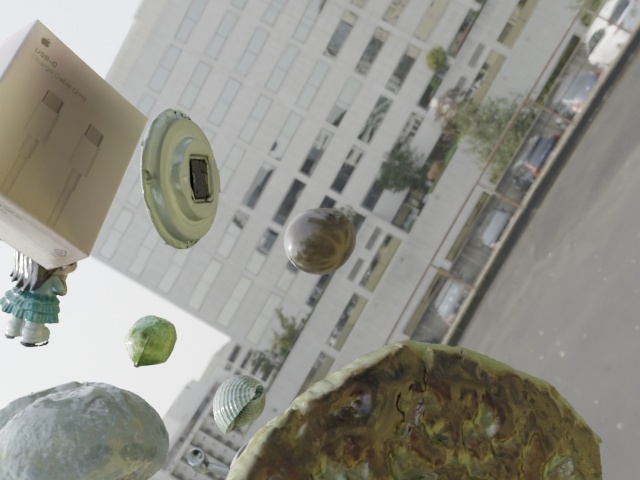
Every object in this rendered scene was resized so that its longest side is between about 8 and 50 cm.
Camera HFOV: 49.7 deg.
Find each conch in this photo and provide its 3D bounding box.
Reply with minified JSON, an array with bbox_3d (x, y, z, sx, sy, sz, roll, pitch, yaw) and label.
[{"bbox_3d":[-0.179,0.345,1.473,0.135,0.102,0.153,-52,-19,-34],"label":"conch"}]

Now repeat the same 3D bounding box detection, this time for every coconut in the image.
[{"bbox_3d":[-0.293,0.176,1.189,0.096,0.088,0.088,-63,-3,-19],"label":"coconut"}]

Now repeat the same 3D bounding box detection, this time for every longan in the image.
[{"bbox_3d":[0.000,0.000,1.671,0.187,0.167,0.167,-32,-18,-30],"label":"longan"}]

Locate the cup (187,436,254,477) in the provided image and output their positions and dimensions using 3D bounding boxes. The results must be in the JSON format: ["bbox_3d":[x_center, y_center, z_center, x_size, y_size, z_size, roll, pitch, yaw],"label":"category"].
[{"bbox_3d":[-0.081,0.400,1.159,0.173,0.299,0.167,88,-164,-55],"label":"cup"}]

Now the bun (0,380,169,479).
[{"bbox_3d":[-0.437,0.364,1.183,0.362,0.211,0.362,-23,-23,-11],"label":"bun"}]

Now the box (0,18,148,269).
[{"bbox_3d":[-0.363,-0.120,0.899,0.106,0.203,0.252,-15,48,34],"label":"box"}]

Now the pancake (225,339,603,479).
[{"bbox_3d":[0.122,0.244,0.667,0.426,0.305,0.067,-16,-9,-34],"label":"pancake"}]

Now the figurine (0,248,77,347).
[{"bbox_3d":[-0.502,0.061,1.221,0.245,0.138,0.110,-72,-16,9],"label":"figurine"}]

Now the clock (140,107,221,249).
[{"bbox_3d":[-0.217,-0.103,1.149,0.236,0.053,0.236,-1,-90,-74],"label":"clock"}]
